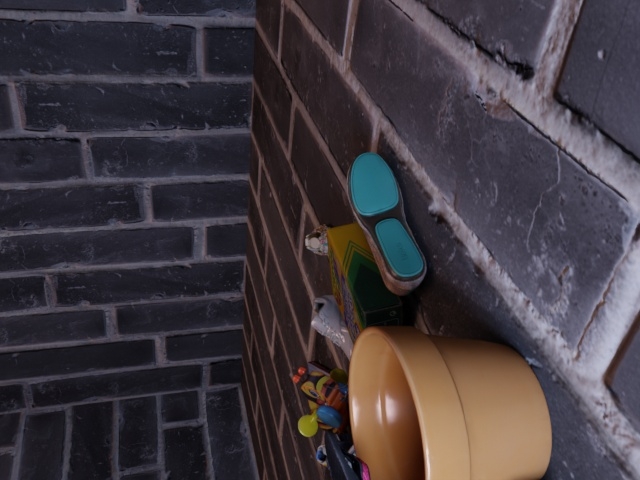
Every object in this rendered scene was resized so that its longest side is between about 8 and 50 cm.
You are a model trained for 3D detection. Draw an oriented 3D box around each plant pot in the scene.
[{"bbox_3d":[0.178,0.255,0.874,0.291,0.204,0.290,176,90,-76],"label":"plant pot"}]

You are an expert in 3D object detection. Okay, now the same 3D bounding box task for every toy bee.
[{"bbox_3d":[0.011,0.387,1.605,0.195,0.162,0.298,-38,-30,-53],"label":"toy bee"}]

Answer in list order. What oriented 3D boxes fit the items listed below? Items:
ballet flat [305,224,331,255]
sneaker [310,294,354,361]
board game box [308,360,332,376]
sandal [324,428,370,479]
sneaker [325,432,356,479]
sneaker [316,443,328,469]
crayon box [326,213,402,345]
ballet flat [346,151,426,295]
[{"bbox_3d":[0.000,0.000,1.711,0.241,0.077,0.091,171,94,-75],"label":"ballet flat"},{"bbox_3d":[0.037,0.221,1.551,0.232,0.115,0.090,-115,26,-54],"label":"sneaker"},{"bbox_3d":[0.013,0.451,1.870,0.281,0.027,0.145,169,98,-75],"label":"board game box"},{"bbox_3d":[0.056,0.352,0.908,0.179,0.040,0.067,54,154,37],"label":"sandal"},{"bbox_3d":[0.075,0.439,1.310,0.163,0.086,0.226,-90,21,-63],"label":"sneaker"},{"bbox_3d":[0.023,0.576,1.678,0.185,0.084,0.069,108,156,-51],"label":"sneaker"},{"bbox_3d":[0.085,0.107,1.346,0.323,0.083,0.203,-111,11,-50],"label":"crayon box"},{"bbox_3d":[0.120,-0.028,1.227,0.106,0.108,0.316,85,173,-57],"label":"ballet flat"}]
